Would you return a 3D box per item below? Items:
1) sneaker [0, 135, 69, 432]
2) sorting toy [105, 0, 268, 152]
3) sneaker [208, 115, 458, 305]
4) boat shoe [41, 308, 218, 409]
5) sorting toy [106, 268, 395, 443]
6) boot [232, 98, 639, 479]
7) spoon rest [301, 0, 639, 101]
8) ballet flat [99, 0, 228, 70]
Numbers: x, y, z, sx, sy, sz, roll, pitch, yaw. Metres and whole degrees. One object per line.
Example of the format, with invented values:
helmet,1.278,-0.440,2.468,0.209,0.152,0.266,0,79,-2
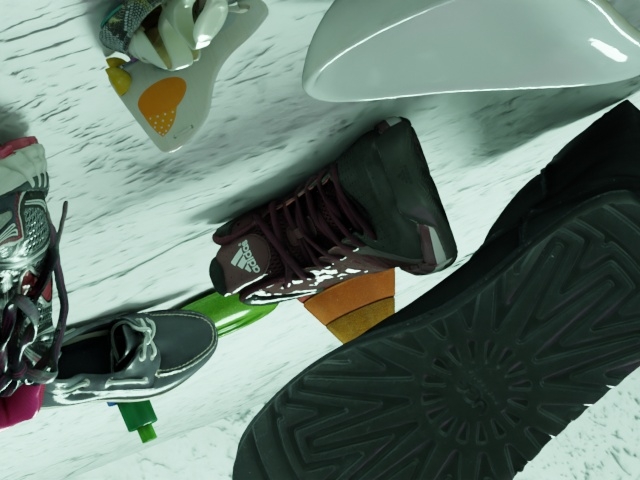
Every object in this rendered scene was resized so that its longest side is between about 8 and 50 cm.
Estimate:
sneaker,-0.175,0.028,0.956,0.121,0.112,0.299,-22,171,-8
sorting toy,-0.054,-0.082,0.833,0.075,0.045,0.083,-38,-167,1
sneaker,0.000,0.000,1.311,0.163,0.106,0.281,-20,172,-4
boat shoe,-0.164,0.097,1.583,0.206,0.075,0.065,-12,170,-36
sorting toy,-0.053,0.102,1.746,0.366,0.126,0.127,-18,171,-38
boot,0.130,0.051,1.455,0.367,0.146,0.445,-31,-172,14
spoon rest,0.110,-0.114,0.940,0.276,0.084,0.137,-18,171,-37
ballet flat,-0.060,-0.091,0.761,0.041,0.041,0.114,-19,171,-29
